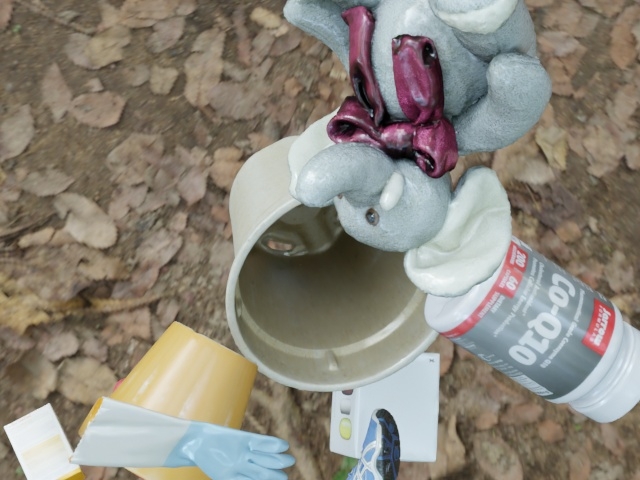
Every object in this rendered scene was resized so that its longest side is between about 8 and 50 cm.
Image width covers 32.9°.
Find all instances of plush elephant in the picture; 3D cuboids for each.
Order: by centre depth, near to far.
[{"bbox_3d":[0.068,-0.104,0.971,0.272,0.330,0.255,26,93,33],"label":"plush elephant"}]

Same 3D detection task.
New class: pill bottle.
[{"bbox_3d":[0.295,0.115,1.438,0.283,0.161,0.161,32,105,-13],"label":"pill bottle"}]

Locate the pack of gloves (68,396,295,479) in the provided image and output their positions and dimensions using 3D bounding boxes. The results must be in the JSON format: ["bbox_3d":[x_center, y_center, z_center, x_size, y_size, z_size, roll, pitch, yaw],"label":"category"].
[{"bbox_3d":[-0.154,0.245,1.085,0.232,0.046,0.195,20,114,-29],"label":"pack of gloves"}]

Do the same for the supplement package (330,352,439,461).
[{"bbox_3d":[0.114,0.300,1.983,0.149,0.203,0.194,5,81,-12],"label":"supplement package"}]

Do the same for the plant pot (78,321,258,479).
[{"bbox_3d":[-0.180,0.217,1.419,0.205,0.205,0.188,29,81,-5],"label":"plant pot"}]

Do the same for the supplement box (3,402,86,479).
[{"bbox_3d":[-0.337,0.258,1.325,0.062,0.036,0.098,-26,68,-13],"label":"supplement box"}]

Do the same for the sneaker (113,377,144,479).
[{"bbox_3d":[-0.284,0.305,1.753,0.087,0.128,0.221,-42,68,2],"label":"sneaker"}]

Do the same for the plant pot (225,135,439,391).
[{"bbox_3d":[0.000,0.000,1.607,0.334,0.305,0.334,-7,120,-12],"label":"plant pot"}]

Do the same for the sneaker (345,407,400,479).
[{"bbox_3d":[0.080,0.378,1.765,0.081,0.080,0.211,1,80,30],"label":"sneaker"}]
